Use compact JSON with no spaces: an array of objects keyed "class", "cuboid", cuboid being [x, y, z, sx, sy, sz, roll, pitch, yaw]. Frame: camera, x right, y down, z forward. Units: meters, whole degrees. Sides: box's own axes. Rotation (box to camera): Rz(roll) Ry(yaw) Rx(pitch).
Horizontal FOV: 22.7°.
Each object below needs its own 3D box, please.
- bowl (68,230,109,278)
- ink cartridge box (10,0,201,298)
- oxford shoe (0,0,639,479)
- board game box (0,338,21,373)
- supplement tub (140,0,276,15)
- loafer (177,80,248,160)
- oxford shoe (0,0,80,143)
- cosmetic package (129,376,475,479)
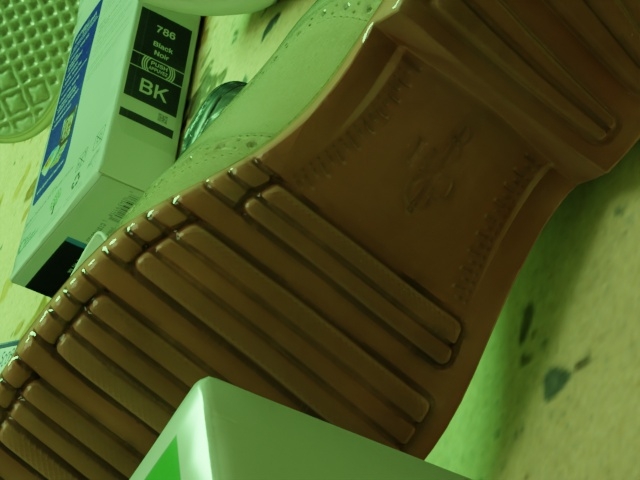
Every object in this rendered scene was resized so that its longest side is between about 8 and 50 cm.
[{"class":"bowl","cuboid":[-0.145,0.079,1.034,0.142,0.053,0.142,-60,22,12]},{"class":"ink cartridge box","cuboid":[-0.160,-0.124,1.271,0.165,0.065,0.333,-44,32,45]},{"class":"oxford shoe","cuboid":[0.000,0.000,0.632,0.397,0.140,0.146,-45,14,-2]},{"class":"board game box","cuboid":[-0.228,0.140,1.190,0.201,0.035,0.136,-13,56,64]},{"class":"supplement tub","cuboid":[-0.067,-0.330,1.091,0.193,0.193,0.316,-14,54,64]},{"class":"loafer","cuboid":[-0.068,-0.017,0.947,0.061,0.062,0.170,10,78,63]},{"class":"oxford shoe","cuboid":[-0.232,-0.304,1.524,0.130,0.169,0.449,-100,34,-87]},{"class":"cosmetic package","cuboid":[-0.054,0.251,0.497,0.365,0.155,0.197,-55,26,23]}]
